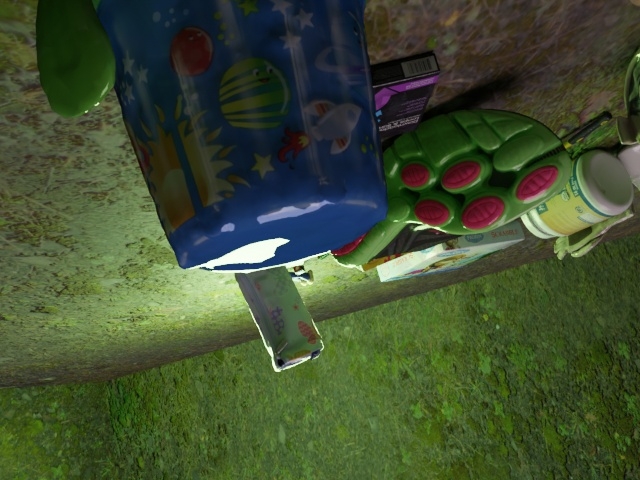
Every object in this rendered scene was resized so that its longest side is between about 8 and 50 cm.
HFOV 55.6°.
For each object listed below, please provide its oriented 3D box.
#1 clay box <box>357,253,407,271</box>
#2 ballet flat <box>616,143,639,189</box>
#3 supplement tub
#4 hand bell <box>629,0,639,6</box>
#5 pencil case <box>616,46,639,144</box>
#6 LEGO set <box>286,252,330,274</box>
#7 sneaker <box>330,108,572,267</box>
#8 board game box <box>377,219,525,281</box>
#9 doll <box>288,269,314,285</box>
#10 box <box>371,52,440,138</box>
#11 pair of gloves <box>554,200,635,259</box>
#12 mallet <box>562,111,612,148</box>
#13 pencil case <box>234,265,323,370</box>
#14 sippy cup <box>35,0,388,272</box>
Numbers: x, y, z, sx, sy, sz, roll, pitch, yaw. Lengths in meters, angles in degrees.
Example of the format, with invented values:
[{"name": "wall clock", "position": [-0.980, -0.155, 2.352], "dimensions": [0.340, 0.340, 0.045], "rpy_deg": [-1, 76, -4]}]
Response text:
[{"name": "clay box", "position": [0.147, -0.012, 1.244], "dimensions": [0.222, 0.053, 0.127], "rpy_deg": [-22, -157, -21]}, {"name": "ballet flat", "position": [0.766, -0.146, 1.371], "dimensions": [0.139, 0.139, 0.400], "rpy_deg": [-22, 164, 29]}, {"name": "supplement tub", "position": [0.546, -0.093, 1.313], "dimensions": [0.144, 0.144, 0.200], "rpy_deg": [-7, 164, -30]}, {"name": "hand bell", "position": [0.419, -0.180, 0.617], "dimensions": [0.126, 0.242, 0.126], "rpy_deg": [-14, 167, -3]}, {"name": "pencil case", "position": [0.617, -0.230, 0.807], "dimensions": [0.410, 0.159, 0.183], "rpy_deg": [-15, 152, -2]}, {"name": "LEGO set", "position": [0.000, 0.000, 1.358], "dimensions": [0.183, 0.060, 0.244], "rpy_deg": [-11, 154, -14]}, {"name": "sneaker", "position": [0.188, -0.084, 0.973], "dimensions": [0.202, 0.185, 0.483], "rpy_deg": [-15, 179, -35]}, {"name": "board game box", "position": [0.384, 0.034, 1.824], "dimensions": [0.319, 0.065, 0.318], "rpy_deg": [-7, 165, -29]}, {"name": "doll", "position": [-0.113, 0.097, 1.587], "dimensions": [0.189, 0.046, 0.129], "rpy_deg": [1, 170, -30]}, {"name": "box", "position": [0.076, -0.168, 0.757], "dimensions": [0.116, 0.029, 0.162], "rpy_deg": [-14, 168, -3]}, {"name": "pair of gloves", "position": [0.620, -0.064, 1.399], "dimensions": [0.204, 0.042, 0.240], "rpy_deg": [-45, -165, 34]}, {"name": "mallet", "position": [0.465, -0.179, 1.127], "dimensions": [0.062, 0.039, 0.190], "rpy_deg": [-5, 160, -36]}, {"name": "pencil case", "position": [-0.100, 0.144, 1.313], "dimensions": [0.124, 0.273, 0.113], "rpy_deg": [-16, 167, -44]}, {"name": "sippy cup", "position": [-0.053, -0.099, 0.483], "dimensions": [0.306, 0.224, 0.240], "rpy_deg": [-8, 165, -24]}]
